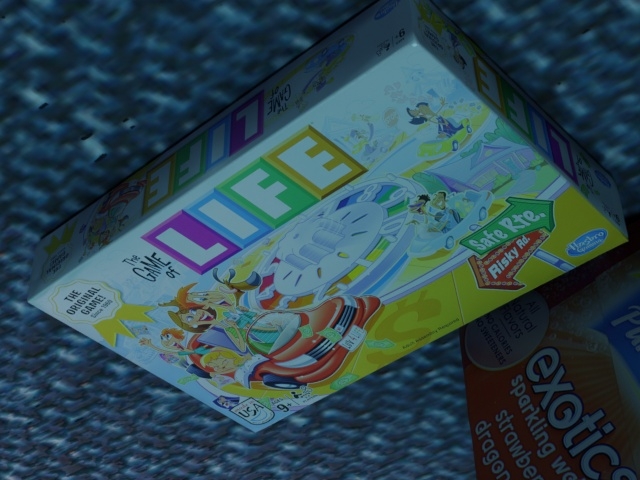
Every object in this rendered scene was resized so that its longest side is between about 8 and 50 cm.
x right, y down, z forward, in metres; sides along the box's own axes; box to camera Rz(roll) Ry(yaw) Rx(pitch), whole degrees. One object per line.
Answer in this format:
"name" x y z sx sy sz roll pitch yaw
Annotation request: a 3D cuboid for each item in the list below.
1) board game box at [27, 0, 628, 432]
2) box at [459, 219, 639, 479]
"board game box" 0.000 0.000 0.388 0.154 0.026 0.103 -31 130 29
"box" 0.163 0.111 0.442 0.123 0.128 0.257 -24 133 23
